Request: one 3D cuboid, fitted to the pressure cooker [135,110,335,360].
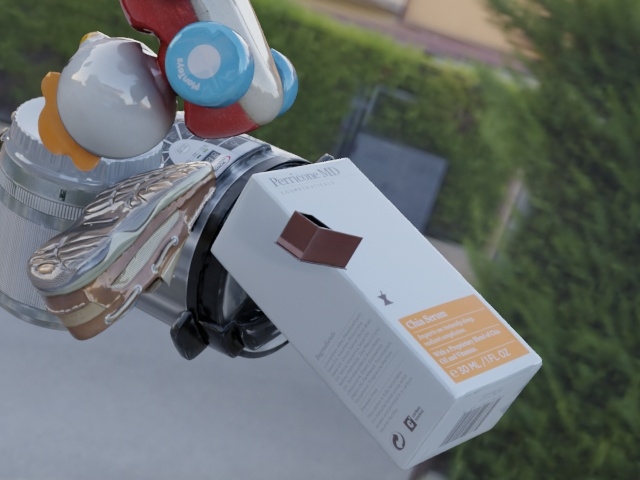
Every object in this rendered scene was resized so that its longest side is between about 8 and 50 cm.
[{"bbox_3d":[-0.151,-0.004,2.311,0.420,0.370,0.375,26,15,32],"label":"pressure cooker"}]

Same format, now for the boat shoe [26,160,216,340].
[{"bbox_3d":[-0.225,0.006,1.611,0.123,0.116,0.324,-2,28,35],"label":"boat shoe"}]

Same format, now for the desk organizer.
[{"bbox_3d":[0.000,0.000,1.729,0.047,0.050,0.130,36,11,26],"label":"desk organizer"}]

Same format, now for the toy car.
[{"bbox_3d":[-0.172,-0.166,1.246,0.210,0.238,0.219,66,10,2],"label":"toy car"}]

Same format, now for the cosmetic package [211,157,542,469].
[{"bbox_3d":[0.077,0.093,1.965,0.230,0.161,0.453,-15,54,-49],"label":"cosmetic package"}]

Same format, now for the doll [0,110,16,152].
[{"bbox_3d":[-0.526,-0.164,2.278,0.046,0.129,0.189,29,21,-16],"label":"doll"}]

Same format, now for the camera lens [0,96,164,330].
[{"bbox_3d":[-0.335,-0.032,1.819,0.219,0.274,0.219,12,26,-6],"label":"camera lens"}]
